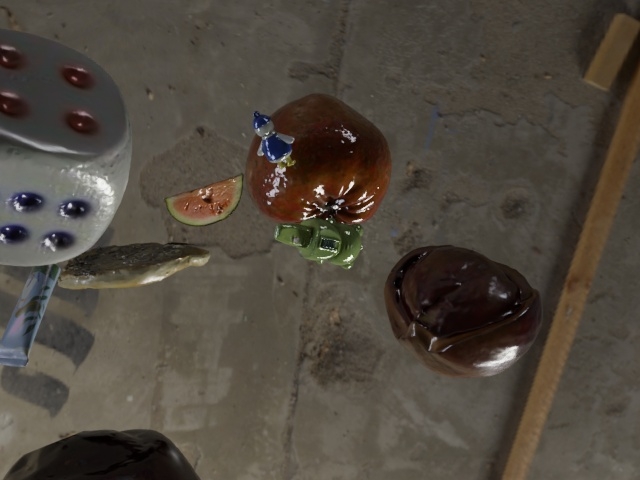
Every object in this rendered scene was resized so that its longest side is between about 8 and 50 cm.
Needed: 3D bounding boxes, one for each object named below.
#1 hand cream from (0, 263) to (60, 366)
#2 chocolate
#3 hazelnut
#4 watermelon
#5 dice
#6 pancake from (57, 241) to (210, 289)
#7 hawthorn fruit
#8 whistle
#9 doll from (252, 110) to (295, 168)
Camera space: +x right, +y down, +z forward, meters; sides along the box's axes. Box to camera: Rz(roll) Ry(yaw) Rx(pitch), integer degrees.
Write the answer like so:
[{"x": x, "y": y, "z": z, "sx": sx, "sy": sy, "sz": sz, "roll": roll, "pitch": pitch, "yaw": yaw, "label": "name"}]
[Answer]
[{"x": -0.602, "y": 0.141, "z": 1.478, "sx": 0.088, "sy": 0.256, "sz": 0.055, "roll": 3, "pitch": 151, "yaw": 15, "label": "hand cream"}, {"x": -0.291, "y": 0.429, "z": 0.984, "sx": 0.383, "sy": 0.384, "sz": 0.332, "roll": -21, "pitch": 81, "yaw": -8, "label": "chocolate"}, {"x": 0.179, "y": 0.086, "z": 0.888, "sx": 0.160, "sy": 0.201, "sz": 0.170, "roll": 44, "pitch": 68, "yaw": -23, "label": "hazelnut"}, {"x": -0.232, "y": -0.084, "z": 1.422, "sx": 0.163, "sy": 0.069, "sz": 0.087, "roll": -18, "pitch": 123, "yaw": -13, "label": "watermelon"}, {"x": -0.326, "y": -0.097, "z": 0.765, "sx": 0.193, "sy": 0.192, "sz": 0.194, "roll": 10, "pitch": 137, "yaw": -39, "label": "dice"}, {"x": -0.332, "y": 0.039, "z": 1.254, "sx": 0.282, "sy": 0.282, "sz": 0.049, "roll": -9, "pitch": 99, "yaw": -12, "label": "pancake"}, {"x": -0.005, "y": -0.222, "z": 1.934, "sx": 0.402, "sy": 0.403, "sz": 0.403, "roll": -5, "pitch": 110, "yaw": -14, "label": "hawthorn fruit"}, {"x": 0.000, "y": 0.000, "z": 1.512, "sx": 0.227, "sy": 0.085, "sz": 0.105, "roll": 11, "pitch": 99, "yaw": -32, "label": "whistle"}, {"x": -0.107, "y": -0.221, "z": 1.549, "sx": 0.098, "sy": 0.058, "sz": 0.143, "roll": -20, "pitch": 116, "yaw": 29, "label": "doll"}]
